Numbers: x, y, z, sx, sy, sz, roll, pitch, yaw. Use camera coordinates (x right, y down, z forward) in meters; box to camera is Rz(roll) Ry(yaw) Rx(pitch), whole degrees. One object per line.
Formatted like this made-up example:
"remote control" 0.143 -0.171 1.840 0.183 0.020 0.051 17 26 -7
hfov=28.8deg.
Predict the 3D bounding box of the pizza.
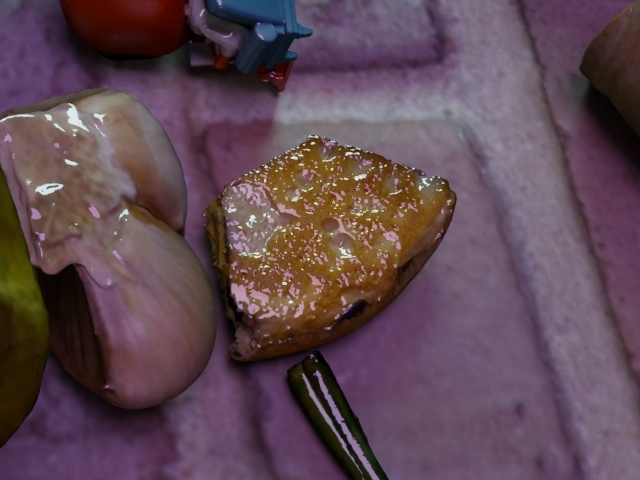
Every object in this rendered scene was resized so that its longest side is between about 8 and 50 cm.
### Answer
"pizza" 0.000 0.000 0.658 0.160 0.036 0.099 -35 78 -31

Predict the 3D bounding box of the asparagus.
"asparagus" 0.050 0.154 0.599 0.233 0.022 0.023 57 16 18

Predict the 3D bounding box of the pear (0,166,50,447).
"pear" -0.296 -0.016 0.396 0.413 0.352 0.352 34 57 -6

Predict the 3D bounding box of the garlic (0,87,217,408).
"garlic" -0.112 0.000 0.593 0.124 0.099 0.174 -6 67 -43

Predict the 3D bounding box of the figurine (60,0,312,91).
"figurine" -0.077 -0.127 0.679 0.140 0.075 0.068 8 60 -17

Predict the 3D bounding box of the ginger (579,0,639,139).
"ginger" 0.264 -0.050 0.739 0.263 0.116 0.109 53 19 19
